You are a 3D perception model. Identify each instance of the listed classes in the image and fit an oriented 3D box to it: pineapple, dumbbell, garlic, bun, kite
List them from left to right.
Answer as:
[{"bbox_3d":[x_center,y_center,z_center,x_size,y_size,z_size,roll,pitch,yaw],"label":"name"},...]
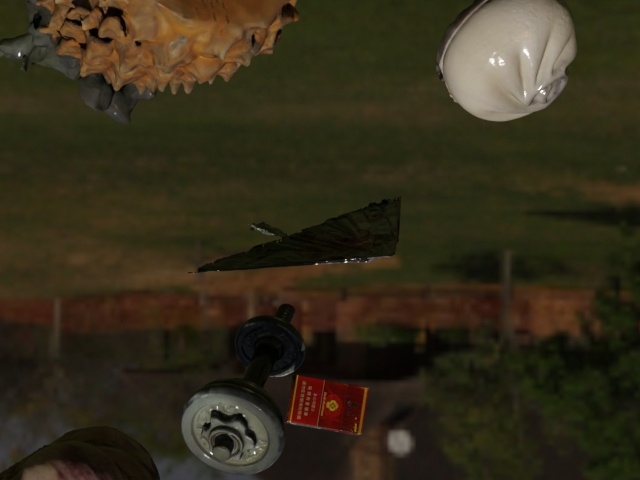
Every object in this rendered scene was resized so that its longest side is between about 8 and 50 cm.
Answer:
[{"bbox_3d":[-0.230,0.259,1.348,0.245,0.160,0.245,-30,171,-5],"label":"garlic"},{"bbox_3d":[-0.163,-0.205,1.344,0.223,0.223,0.357,2,167,-30],"label":"pineapple"},{"bbox_3d":[-0.069,0.144,1.678,0.110,0.110,0.254,0,-148,16],"label":"dumbbell"},{"bbox_3d":[0.000,0.000,1.878,0.323,0.013,0.268,-21,-159,-36],"label":"kite"},{"bbox_3d":[0.230,-0.208,1.848,0.173,0.173,0.120,3,-141,-53],"label":"bun"}]

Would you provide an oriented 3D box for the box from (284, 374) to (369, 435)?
[{"bbox_3d":[0.007,0.174,1.691,0.082,0.051,0.023,11,169,-7],"label":"box"}]
